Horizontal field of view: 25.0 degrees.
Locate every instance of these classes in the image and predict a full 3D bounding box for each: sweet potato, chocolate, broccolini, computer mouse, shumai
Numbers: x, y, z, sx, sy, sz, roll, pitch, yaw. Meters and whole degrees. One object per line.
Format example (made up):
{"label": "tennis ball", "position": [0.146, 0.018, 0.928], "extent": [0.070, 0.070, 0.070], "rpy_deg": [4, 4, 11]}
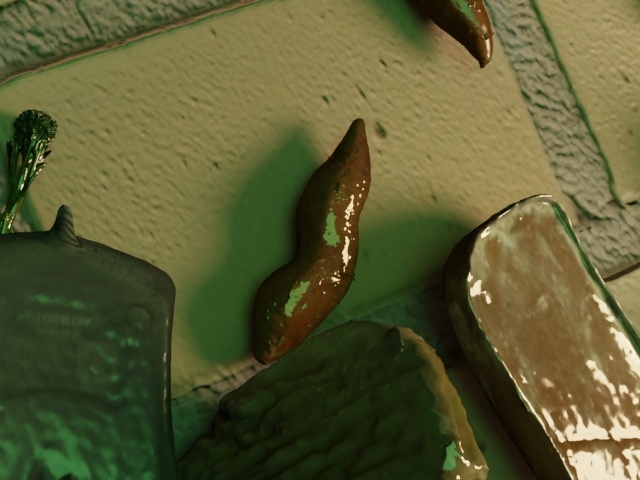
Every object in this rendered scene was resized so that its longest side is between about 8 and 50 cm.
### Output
{"label": "sweet potato", "position": [0.003, 0.002, 1.139], "extent": [0.065, 0.051, 0.218], "rpy_deg": [28, 70, -12]}
{"label": "chocolate", "position": [0.181, 0.099, 1.176], "extent": [0.157, 0.080, 0.254], "rpy_deg": [-31, 93, -39]}
{"label": "sweet potato", "position": [0.074, -0.262, 1.226], "extent": [0.057, 0.057, 0.264], "rpy_deg": [-31, 89, -25]}
{"label": "broccolini", "position": [-0.231, -0.033, 1.069], "extent": [0.035, 0.030, 0.139], "rpy_deg": [21, 76, -8]}
{"label": "computer mouse", "position": [-0.193, 0.157, 0.989], "extent": [0.188, 0.122, 0.370], "rpy_deg": [9, 68, -21]}
{"label": "shumai", "position": [0.032, 0.246, 1.052], "extent": [0.314, 0.267, 0.262], "rpy_deg": [-45, 130, 3]}
